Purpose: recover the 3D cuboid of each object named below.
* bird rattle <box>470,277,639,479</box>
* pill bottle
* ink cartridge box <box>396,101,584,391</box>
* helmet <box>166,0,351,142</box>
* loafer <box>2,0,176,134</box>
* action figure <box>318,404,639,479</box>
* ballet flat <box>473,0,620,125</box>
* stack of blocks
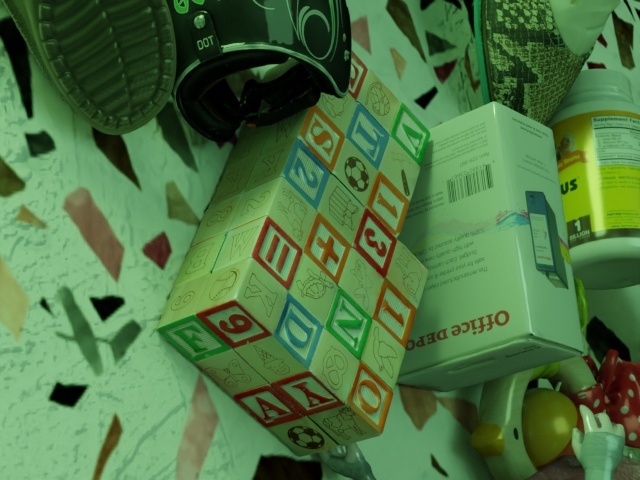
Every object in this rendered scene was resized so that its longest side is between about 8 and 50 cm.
[{"bbox_3d":[0.212,0.157,1.382,0.253,0.143,0.207,54,51,-37],"label":"bird rattle"},{"bbox_3d":[0.293,-0.065,1.543,0.117,0.117,0.215,21,58,-43],"label":"pill bottle"},{"bbox_3d":[0.129,0.011,1.286,0.093,0.154,0.212,19,58,-46],"label":"ink cartridge box"},{"bbox_3d":[-0.056,-0.175,1.155,0.169,0.169,0.162,24,49,-42],"label":"helmet"},{"bbox_3d":[-0.187,-0.203,1.062,0.102,0.092,0.269,-28,113,-13],"label":"loafer"},{"bbox_3d":[0.149,0.265,1.134,0.370,0.248,0.276,-4,86,-40],"label":"action figure"},{"bbox_3d":[0.221,-0.336,1.448,0.164,0.182,0.483,-21,104,-58],"label":"ballet flat"},{"bbox_3d":[0.000,0.000,1.194,0.171,0.087,0.297,44,44,-27],"label":"stack of blocks"}]
